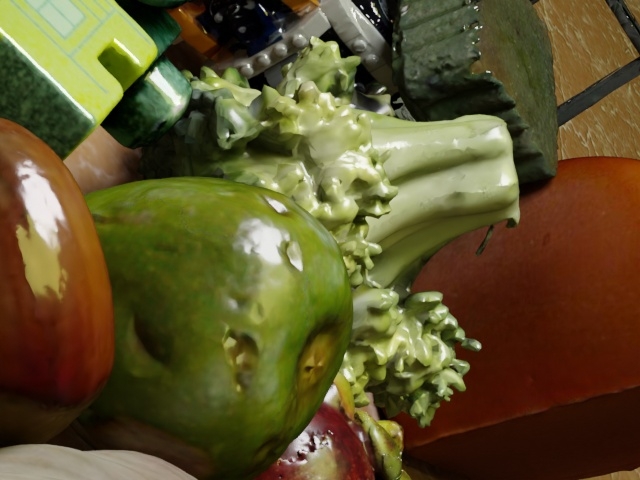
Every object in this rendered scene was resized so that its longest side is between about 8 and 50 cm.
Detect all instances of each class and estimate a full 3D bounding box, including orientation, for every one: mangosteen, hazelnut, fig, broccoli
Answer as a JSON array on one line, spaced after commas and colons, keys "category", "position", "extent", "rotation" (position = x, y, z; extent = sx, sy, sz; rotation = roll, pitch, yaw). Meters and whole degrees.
[{"category": "mangosteen", "position": [-0.018, 0.169, 1.366], "extent": [0.180, 0.166, 0.166], "rotation": [-28, 90, -25]}, {"category": "hazelnut", "position": [-0.213, 0.028, 1.106], "extent": [0.186, 0.210, 0.210], "rotation": [50, 25, -52]}, {"category": "fig", "position": [-0.124, 0.036, 1.246], "extent": [0.275, 0.206, 0.206], "rotation": [22, 17, 18]}, {"category": "broccoli", "position": [0.008, -0.036, 1.475], "extent": [0.348, 0.281, 0.293], "rotation": [74, 8, -57]}]

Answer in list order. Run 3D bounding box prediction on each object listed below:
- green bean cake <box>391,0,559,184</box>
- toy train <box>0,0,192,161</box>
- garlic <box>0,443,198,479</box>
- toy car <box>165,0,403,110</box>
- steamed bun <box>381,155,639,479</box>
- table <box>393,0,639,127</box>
[{"category": "green bean cake", "position": [0.133, -0.150, 1.680], "extent": [0.181, 0.094, 0.173], "rotation": [51, 32, -43]}, {"category": "toy train", "position": [-0.270, -0.201, 1.221], "extent": [0.442, 0.179, 0.272], "rotation": [44, 33, -10]}, {"category": "garlic", "position": [-0.135, 0.258, 1.032], "extent": [0.322, 0.241, 0.322], "rotation": [21, 49, -26]}, {"category": "toy car", "position": [-0.045, -0.196, 1.675], "extent": [0.301, 0.193, 0.118], "rotation": [50, 28, -29]}, {"category": "steamed bun", "position": [0.243, 0.064, 1.732], "extent": [0.235, 0.379, 0.248], "rotation": [28, 52, -45]}, {"category": "table", "position": [0.155, -0.251, 1.934], "extent": [0.222, 0.272, 0.335], "rotation": [51, 13, -23]}]
